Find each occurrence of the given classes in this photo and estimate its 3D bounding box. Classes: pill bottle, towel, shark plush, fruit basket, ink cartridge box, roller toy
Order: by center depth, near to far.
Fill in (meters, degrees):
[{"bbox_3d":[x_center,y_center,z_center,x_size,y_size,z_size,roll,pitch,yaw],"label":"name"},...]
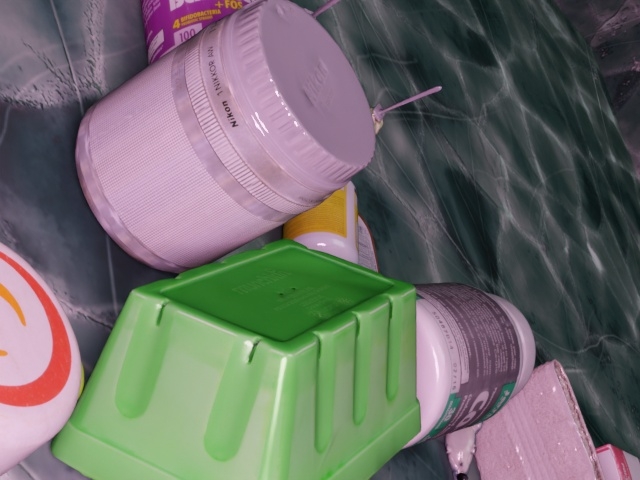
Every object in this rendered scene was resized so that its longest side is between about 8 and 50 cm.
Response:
[{"bbox_3d":[-0.292,0.094,0.765,0.209,0.146,0.191,48,22,-15],"label":"roller toy"},{"bbox_3d":[-0.054,0.217,1.023,0.392,0.282,0.392,-48,149,-42],"label":"fruit basket"},{"bbox_3d":[-0.146,-0.301,1.330,0.169,0.169,0.302,24,46,-49],"label":"pill bottle"},{"bbox_3d":[0.000,0.000,1.383,0.103,0.103,0.184,41,35,-35],"label":"pill bottle"},{"bbox_3d":[0.148,0.158,1.387,0.361,0.204,0.204,1,65,-58],"label":"pill bottle"},{"bbox_3d":[0.216,0.315,1.528,0.067,0.073,0.161,77,4,-49],"label":"shark plush"},{"bbox_3d":[0.322,0.341,1.540,0.049,0.187,0.282,11,56,-51],"label":"towel"},{"bbox_3d":[0.475,0.429,1.746,0.218,0.158,0.092,27,43,-47],"label":"ink cartridge box"}]

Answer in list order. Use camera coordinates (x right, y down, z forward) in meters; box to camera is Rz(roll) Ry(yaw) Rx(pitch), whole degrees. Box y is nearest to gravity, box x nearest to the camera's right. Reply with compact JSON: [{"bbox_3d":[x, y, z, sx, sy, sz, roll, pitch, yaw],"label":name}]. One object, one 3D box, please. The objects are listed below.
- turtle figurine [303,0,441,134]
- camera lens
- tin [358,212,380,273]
[{"bbox_3d":[0.007,-0.231,1.416,0.197,0.275,0.266,14,22,-35],"label":"turtle figurine"},{"bbox_3d":[-0.107,-0.105,1.111,0.219,0.274,0.219,40,35,-36],"label":"camera lens"},{"bbox_3d":[0.044,0.029,1.506,0.106,0.040,0.190,24,46,-44],"label":"tin"}]
